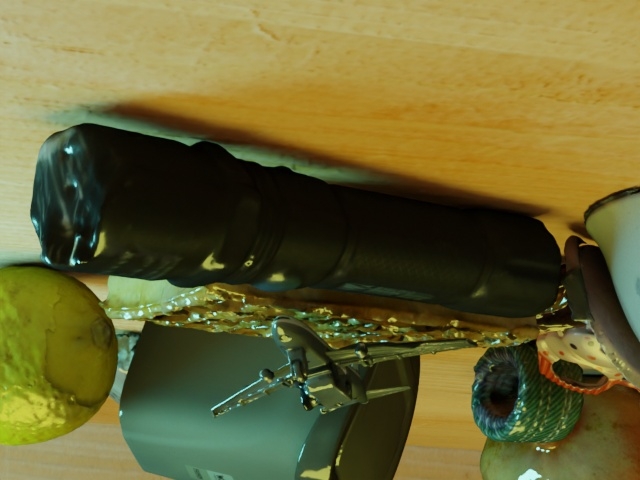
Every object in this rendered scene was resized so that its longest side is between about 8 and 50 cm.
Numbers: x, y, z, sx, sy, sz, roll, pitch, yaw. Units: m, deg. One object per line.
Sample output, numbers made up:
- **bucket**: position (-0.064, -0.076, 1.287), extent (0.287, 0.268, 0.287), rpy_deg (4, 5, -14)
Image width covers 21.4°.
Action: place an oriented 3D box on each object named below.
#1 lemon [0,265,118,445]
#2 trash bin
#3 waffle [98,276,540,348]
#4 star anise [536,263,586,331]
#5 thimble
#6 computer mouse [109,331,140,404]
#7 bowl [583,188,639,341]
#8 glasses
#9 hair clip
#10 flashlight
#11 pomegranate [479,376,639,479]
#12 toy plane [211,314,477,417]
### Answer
- **lemon**: position (-0.292, 0.111, 1.633), extent (0.193, 0.181, 0.180), rpy_deg (-12, 171, -6)
- **trash bin**: position (-0.050, 0.157, 1.702), extent (0.250, 0.219, 0.220), rpy_deg (8, 148, 15)
- **waffle**: position (0.000, 0.034, 1.367), extent (0.308, 0.091, 0.213), rpy_deg (10, 168, -31)
- **star anise**: position (0.186, 0.055, 1.521), extent (0.157, 0.054, 0.212), rpy_deg (10, 166, -30)
- **thimble**: position (0.240, 0.177, 1.970), extent (0.090, 0.119, 0.135), rpy_deg (9, 168, -23)
- **computer mouse**: position (-0.180, 0.190, 2.190), extent (0.199, 0.115, 0.389), rpy_deg (-5, 168, 22)
- **bowl**: position (0.362, 0.062, 1.237), extent (0.345, 0.157, 0.345), rpy_deg (2, 169, 0)
- **glasses**: position (0.327, 0.096, 1.666), extent (0.255, 0.095, 0.162), rpy_deg (14, 151, -1)
- **hair clip**: position (0.284, 0.077, 1.423), extent (0.095, 0.110, 0.358), rpy_deg (13, 178, 28)
- **flashlight**: position (0.000, 0.000, 1.170), extent (0.424, 0.103, 0.103), rpy_deg (10, 167, -38)
- **pomegranate**: position (0.336, 0.288, 2.261), extent (0.252, 0.229, 0.270), rpy_deg (5, 161, 36)
- **toy plane**: position (0.005, 0.099, 1.318), extent (0.226, 0.058, 0.226), rpy_deg (-16, 165, 13)
